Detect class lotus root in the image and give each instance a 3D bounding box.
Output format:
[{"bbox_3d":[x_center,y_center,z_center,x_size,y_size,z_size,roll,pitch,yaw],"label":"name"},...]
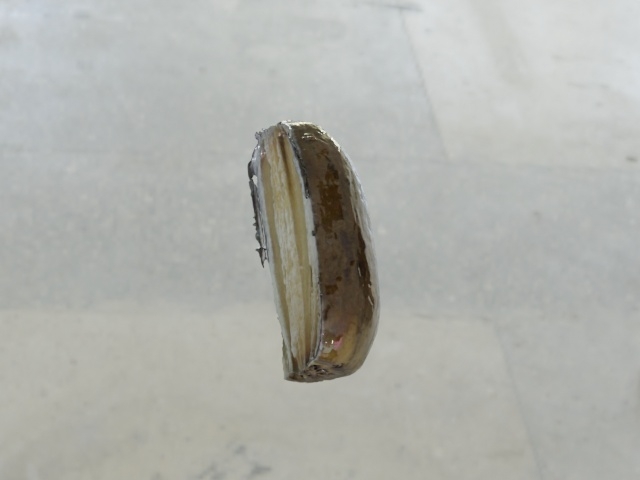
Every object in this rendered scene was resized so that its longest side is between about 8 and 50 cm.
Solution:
[{"bbox_3d":[0.002,0.000,0.442,0.030,0.037,0.083,2,64,-28],"label":"lotus root"}]
